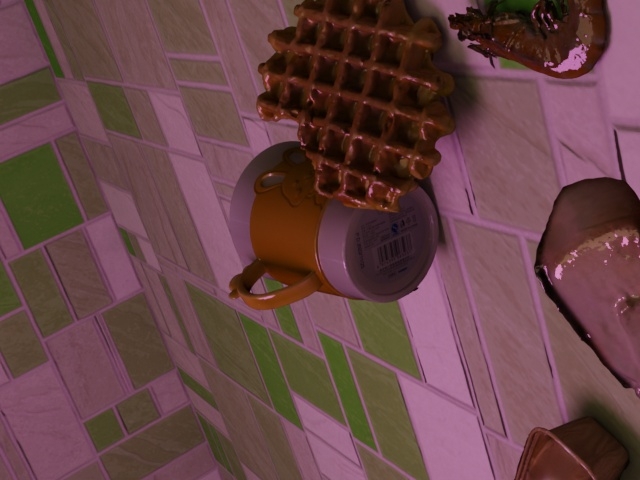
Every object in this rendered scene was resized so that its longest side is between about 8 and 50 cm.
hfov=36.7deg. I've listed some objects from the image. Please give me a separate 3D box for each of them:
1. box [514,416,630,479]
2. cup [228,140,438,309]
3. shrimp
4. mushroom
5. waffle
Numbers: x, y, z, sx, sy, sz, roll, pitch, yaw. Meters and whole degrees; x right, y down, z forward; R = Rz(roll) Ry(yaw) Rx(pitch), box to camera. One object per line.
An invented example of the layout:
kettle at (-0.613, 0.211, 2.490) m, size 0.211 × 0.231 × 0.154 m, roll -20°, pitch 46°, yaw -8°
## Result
box at (0.269, 0.270, 1.059) m, size 0.111 × 0.111 × 0.177 m, roll 46°, pitch 153°, yaw 34°
cup at (0.000, 0.000, 1.171) m, size 0.226 × 0.241 × 0.185 m, roll 16°, pitch 146°, yaw 51°
shrimp at (0.169, -0.206, 0.828) m, size 0.178 × 0.034 × 0.124 m, roll 34°, pitch 142°, yaw 45°
mushroom at (0.297, 0.030, 0.711) m, size 0.173 × 0.162 × 0.236 m, roll -22°, pitch 115°, yaw 41°
waffle at (0.032, -0.146, 1.029) m, size 0.249 × 0.056 × 0.253 m, roll -19°, pitch 82°, yaw 41°
